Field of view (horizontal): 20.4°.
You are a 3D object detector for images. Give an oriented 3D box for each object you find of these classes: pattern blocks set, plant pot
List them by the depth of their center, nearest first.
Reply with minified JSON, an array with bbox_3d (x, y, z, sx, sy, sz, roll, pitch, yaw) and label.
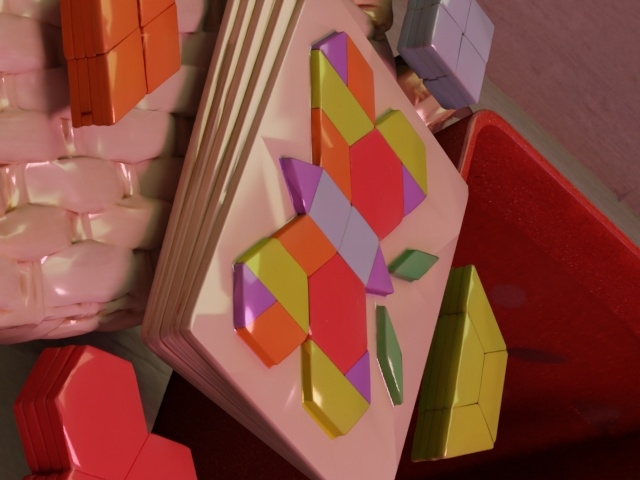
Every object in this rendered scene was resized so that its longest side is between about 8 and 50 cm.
[{"bbox_3d":[0.000,0.000,0.655,0.285,0.026,0.324,35,54,-49],"label":"pattern blocks set"},{"bbox_3d":[0.046,0.138,0.898,0.267,0.236,0.267,39,52,-31],"label":"plant pot"}]

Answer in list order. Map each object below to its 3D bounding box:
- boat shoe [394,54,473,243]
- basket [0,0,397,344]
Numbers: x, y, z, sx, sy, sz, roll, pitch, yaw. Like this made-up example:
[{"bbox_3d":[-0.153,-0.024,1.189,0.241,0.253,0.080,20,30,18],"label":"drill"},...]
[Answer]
[{"bbox_3d":[-0.020,0.003,1.032,0.123,0.342,0.123,55,47,-8],"label":"boat shoe"},{"bbox_3d":[-0.158,-0.117,0.708,0.331,0.266,0.328,-4,89,-59],"label":"basket"}]
